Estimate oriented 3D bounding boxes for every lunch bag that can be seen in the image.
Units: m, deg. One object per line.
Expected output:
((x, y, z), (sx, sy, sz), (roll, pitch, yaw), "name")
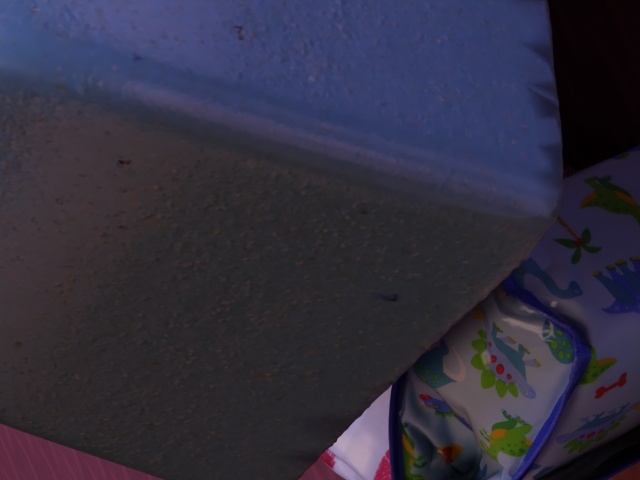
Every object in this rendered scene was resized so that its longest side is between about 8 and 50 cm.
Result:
((0.099, 0.049, 0.783), (0.096, 0.129, 0.151), (51, 141, 26), "lunch bag")

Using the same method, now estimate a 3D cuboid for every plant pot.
((-0.086, -0.077, 0.746), (0.248, 0.252, 0.247), (-49, 34, 49), "plant pot")

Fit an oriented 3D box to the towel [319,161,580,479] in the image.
((0.000, 0.000, 0.976), (0.329, 0.037, 0.237), (38, 134, 38), "towel")
